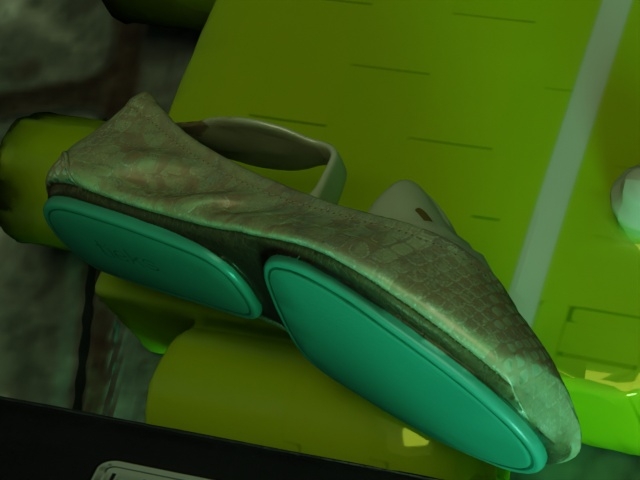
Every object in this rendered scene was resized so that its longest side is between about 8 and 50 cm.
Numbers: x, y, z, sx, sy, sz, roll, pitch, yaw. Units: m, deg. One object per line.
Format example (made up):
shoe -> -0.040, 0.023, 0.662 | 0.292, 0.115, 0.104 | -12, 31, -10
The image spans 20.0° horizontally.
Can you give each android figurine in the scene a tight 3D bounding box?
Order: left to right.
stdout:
android figurine -> 0.044, -0.036, 0.511 | 0.273, 0.056, 0.248 | 11, 66, 27

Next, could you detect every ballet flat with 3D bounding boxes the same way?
ballet flat -> 0.000, 0.000, 0.441 | 0.168, 0.057, 0.052 | 24, 64, 33

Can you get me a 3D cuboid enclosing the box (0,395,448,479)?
box -> -0.118, 0.139, 0.344 | 0.295, 0.073, 0.293 | 11, 37, 8
